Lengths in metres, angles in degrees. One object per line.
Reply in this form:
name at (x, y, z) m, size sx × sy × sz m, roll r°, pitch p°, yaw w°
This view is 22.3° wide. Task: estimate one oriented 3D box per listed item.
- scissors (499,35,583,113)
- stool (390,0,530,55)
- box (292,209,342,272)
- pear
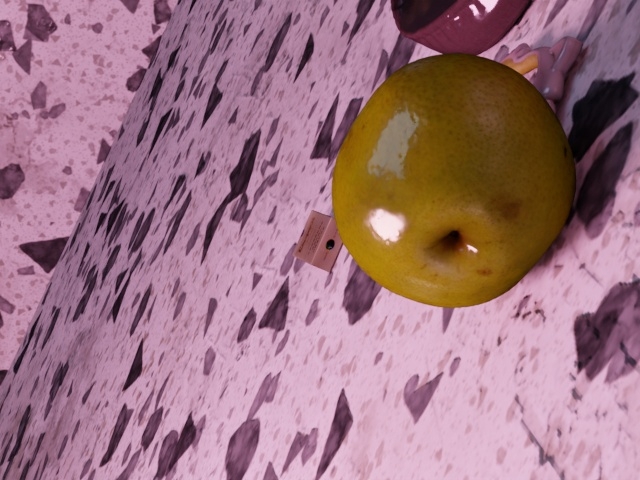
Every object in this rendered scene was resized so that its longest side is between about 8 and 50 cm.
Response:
scissors at (0.120, -0.067, 1.336) m, size 0.317 × 0.024 × 0.160 m, roll -35°, pitch 37°, yaw 62°
stool at (0.093, -0.311, 1.431) m, size 0.272 × 0.178 × 0.272 m, roll -165°, pitch 90°, yaw -70°
box at (0.000, 0.000, 1.640) m, size 0.053 × 0.024 × 0.083 m, roll -66°, pitch 14°, yaw 1°
pear at (0.097, -0.055, 1.157) m, size 0.216 × 0.166 × 0.180 m, roll -71°, pitch -4°, yaw -55°
